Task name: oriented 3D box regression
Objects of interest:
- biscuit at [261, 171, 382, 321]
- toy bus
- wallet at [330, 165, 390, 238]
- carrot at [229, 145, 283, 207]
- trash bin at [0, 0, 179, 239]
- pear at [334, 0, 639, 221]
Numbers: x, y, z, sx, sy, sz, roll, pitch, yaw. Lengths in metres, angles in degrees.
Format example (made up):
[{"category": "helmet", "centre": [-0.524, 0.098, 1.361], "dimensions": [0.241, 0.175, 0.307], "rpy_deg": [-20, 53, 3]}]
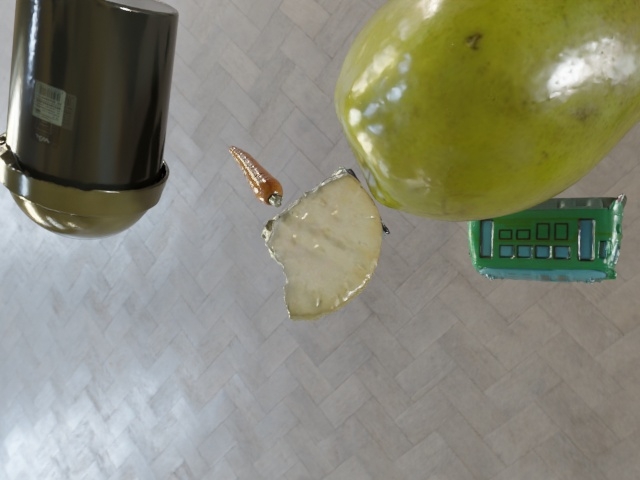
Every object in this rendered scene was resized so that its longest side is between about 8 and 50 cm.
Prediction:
[{"category": "biscuit", "centre": [0.000, 0.000, 0.733], "dimensions": [0.188, 0.040, 0.265], "rpy_deg": [14, 63, 5]}, {"category": "toy bus", "centre": [0.532, 0.000, 1.141], "dimensions": [0.344, 0.184, 0.199], "rpy_deg": [0, 79, 29]}, {"category": "wallet", "centre": [0.042, -0.044, 1.048], "dimensions": [0.167, 0.036, 0.222], "rpy_deg": [-42, 50, 22]}, {"category": "carrot", "centre": [-0.170, -0.175, 1.224], "dimensions": [0.069, 0.069, 0.336], "rpy_deg": [-57, 43, 18]}, {"category": "trash bin", "centre": [-0.305, -0.157, 0.631], "dimensions": [0.214, 0.214, 0.333], "rpy_deg": [30, 118, 24]}, {"category": "pear", "centre": [0.166, -0.150, 0.456], "dimensions": [0.307, 0.253, 0.252], "rpy_deg": [-33, 76, 5]}]
